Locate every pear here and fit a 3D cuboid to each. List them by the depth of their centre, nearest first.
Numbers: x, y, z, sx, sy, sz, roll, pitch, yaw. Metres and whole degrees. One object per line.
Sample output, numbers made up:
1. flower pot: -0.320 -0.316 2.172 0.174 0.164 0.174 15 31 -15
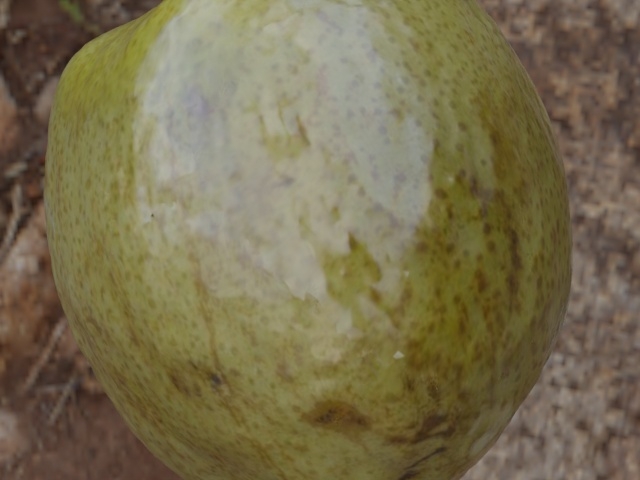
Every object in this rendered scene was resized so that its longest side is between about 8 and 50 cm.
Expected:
1. pear: 0.000 0.000 0.680 0.188 0.211 0.228 -10 5 22
